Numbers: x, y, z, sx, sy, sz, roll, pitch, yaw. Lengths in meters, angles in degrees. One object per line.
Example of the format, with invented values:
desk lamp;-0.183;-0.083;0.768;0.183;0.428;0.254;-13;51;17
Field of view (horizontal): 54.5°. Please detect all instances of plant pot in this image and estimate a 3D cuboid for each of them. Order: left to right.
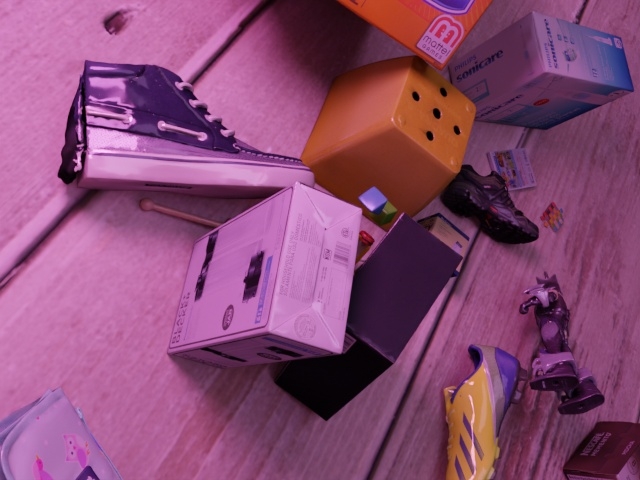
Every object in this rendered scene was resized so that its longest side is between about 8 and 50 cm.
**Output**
plant pot;0.126;-0.172;1.011;0.212;0.187;0.212;33;60;-23

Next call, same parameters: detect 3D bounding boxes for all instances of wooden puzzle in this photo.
wooden puzzle;0.507;-0.051;1.351;0.083;0.006;0.049;-42;101;-35

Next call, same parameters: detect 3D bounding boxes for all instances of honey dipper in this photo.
honey dipper;-0.172;-0.029;0.865;0.161;0.030;0.030;15;69;-27

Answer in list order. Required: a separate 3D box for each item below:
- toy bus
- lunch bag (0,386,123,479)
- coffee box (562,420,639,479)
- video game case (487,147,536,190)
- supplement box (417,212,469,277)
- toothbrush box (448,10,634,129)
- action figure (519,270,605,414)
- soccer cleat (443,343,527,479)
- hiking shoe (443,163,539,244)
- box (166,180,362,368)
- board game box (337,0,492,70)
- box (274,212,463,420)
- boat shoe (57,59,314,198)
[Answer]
toy bus;-0.001;-0.006;0.923;0.191;0.202;0.104;-27;62;-30
lunch bag;-0.303;0.303;0.602;0.262;0.160;0.223;-38;100;-43
coffee box;0.610;0.520;1.191;0.168;0.119;0.297;-28;94;-35
video game case;0.402;-0.148;1.303;0.122;0.011;0.087;-11;84;-36
supplement box;0.206;0.012;1.095;0.083;0.056;0.083;37;59;-21
toothbrush box;0.445;-0.330;1.257;0.296;0.216;0.126;0;77;-35
action figure;0.426;0.177;1.143;0.185;0.099;0.285;55;25;-23
soccer cleat;0.248;0.308;1.039;0.121;0.093;0.289;25;65;7
hiking shoe;0.343;-0.076;1.195;0.227;0.086;0.114;29;65;-24
box;-0.078;0.057;0.743;0.087;0.290;0.169;20;68;-27
board game box;0.098;-0.539;0.905;0.357;0.356;0.356;24;26;-27
box;0.056;0.111;0.827;0.103;0.261;0.184;35;57;4
boat shoe;-0.162;-0.143;0.827;0.341;0.127;0.158;2;84;-30
